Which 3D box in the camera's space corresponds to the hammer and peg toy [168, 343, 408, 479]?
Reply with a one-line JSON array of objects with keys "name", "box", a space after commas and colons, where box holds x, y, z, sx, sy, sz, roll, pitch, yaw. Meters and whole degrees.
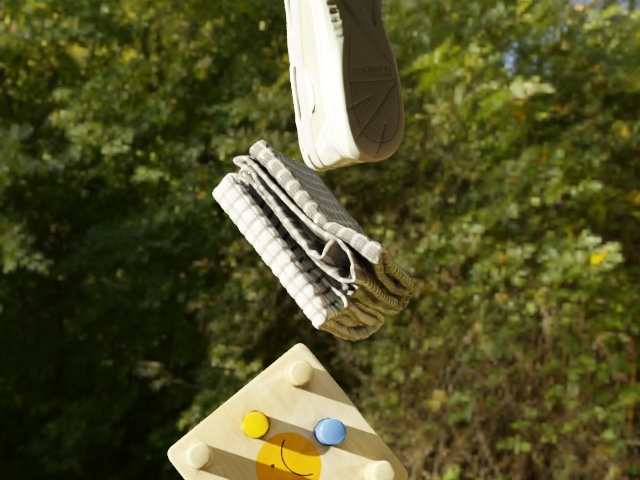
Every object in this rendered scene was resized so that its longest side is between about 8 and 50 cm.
[{"name": "hammer and peg toy", "box": [-0.006, 0.357, 1.603, 0.361, 0.266, 0.127, 50, -14, 3]}]

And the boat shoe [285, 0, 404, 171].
[{"name": "boat shoe", "box": [0.006, -0.231, 1.129, 0.103, 0.321, 0.118, -10, -1, 45]}]

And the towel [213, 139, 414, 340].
[{"name": "towel", "box": [0.000, 0.000, 1.451, 0.235, 0.121, 0.283, 50, 4, 17]}]
